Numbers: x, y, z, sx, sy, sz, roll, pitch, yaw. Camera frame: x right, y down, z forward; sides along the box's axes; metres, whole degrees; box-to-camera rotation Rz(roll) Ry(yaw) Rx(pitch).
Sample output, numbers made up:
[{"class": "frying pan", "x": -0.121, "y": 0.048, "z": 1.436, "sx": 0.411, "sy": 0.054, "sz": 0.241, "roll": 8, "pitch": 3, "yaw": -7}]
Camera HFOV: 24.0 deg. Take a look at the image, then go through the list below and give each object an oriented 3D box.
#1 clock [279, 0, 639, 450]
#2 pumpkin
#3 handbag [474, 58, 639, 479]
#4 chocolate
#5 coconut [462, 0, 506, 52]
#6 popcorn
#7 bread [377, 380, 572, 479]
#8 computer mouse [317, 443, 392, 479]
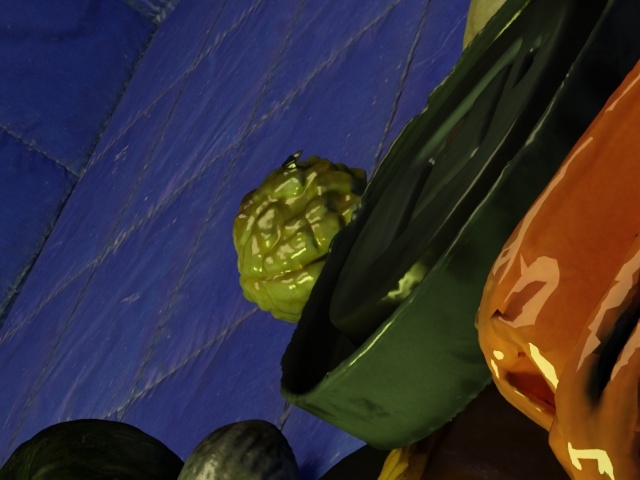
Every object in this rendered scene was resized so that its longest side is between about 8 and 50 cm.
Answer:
[{"class": "clock", "x": 0.090, "y": -0.033, "z": 0.827, "sx": 0.325, "sy": 0.067, "sz": 0.325, "roll": -55, "pitch": 8, "yaw": 12}, {"class": "pumpkin", "x": -0.246, "y": 0.307, "z": 1.440, "sx": 0.300, "sy": 0.207, "sz": 0.300, "roll": -49, "pitch": 19, "yaw": 22}, {"class": "handbag", "x": 0.275, "y": -0.031, "z": 0.547, "sx": 0.410, "sy": 0.303, "sz": 0.116, "roll": -55, "pitch": 19, "yaw": 6}, {"class": "chocolate", "x": -0.094, "y": 0.265, "z": 1.294, "sx": 0.110, "sy": 0.110, "sz": 0.248, "roll": -23, "pitch": 41, "yaw": 59}, {"class": "coconut", "x": 0.211, "y": -0.119, "z": 1.062, "sx": 0.224, "sy": 0.224, "sz": 0.224, "roll": -48, "pitch": 19, "yaw": 23}, {"class": "popcorn", "x": -0.008, "y": -0.006, "z": 1.482, "sx": 0.173, "sy": 0.142, "sz": 0.173, "roll": -49, "pitch": 26, "yaw": 33}, {"class": "bread", "x": 0.115, "y": 0.165, "z": 0.813, "sx": 0.104, "sy": 0.199, "sz": 0.199, "roll": 116, "pitch": 174, "yaw": -50}, {"class": "computer mouse", "x": 0.012, "y": 0.255, "z": 0.990, "sx": 0.183, "sy": 0.116, "sz": 0.323, "roll": -27, "pitch": 30, "yaw": 48}]
